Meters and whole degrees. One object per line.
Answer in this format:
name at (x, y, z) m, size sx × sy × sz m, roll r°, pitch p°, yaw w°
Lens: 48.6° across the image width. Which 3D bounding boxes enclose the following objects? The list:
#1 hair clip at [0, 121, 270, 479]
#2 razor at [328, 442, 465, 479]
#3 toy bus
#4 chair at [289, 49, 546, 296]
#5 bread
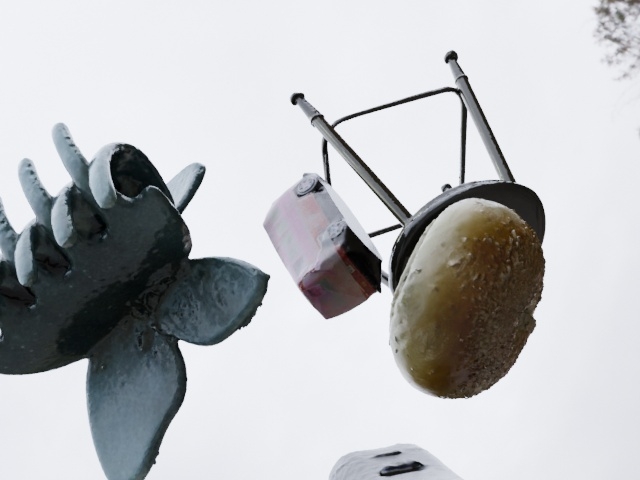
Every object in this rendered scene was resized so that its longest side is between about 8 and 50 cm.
hair clip at (-0.273, 0.039, 0.841) m, size 0.318 × 0.392 × 0.238 m, roll -42°, pitch -41°, yaw 13°
razor at (0.120, 0.370, 1.004) m, size 0.189 × 0.327 × 0.107 m, roll -9°, pitch -95°, yaw -9°
toy bus at (0.000, 0.000, 1.259) m, size 0.147 × 0.302 × 0.127 m, roll -38°, pitch -55°, yaw 5°
chair at (0.193, -0.085, 1.373) m, size 0.365 × 0.410 × 0.361 m, roll -17°, pitch -49°, yaw -12°
bread at (0.216, 0.087, 0.988) m, size 0.305 × 0.159 × 0.305 m, roll -40°, pitch -40°, yaw -45°
